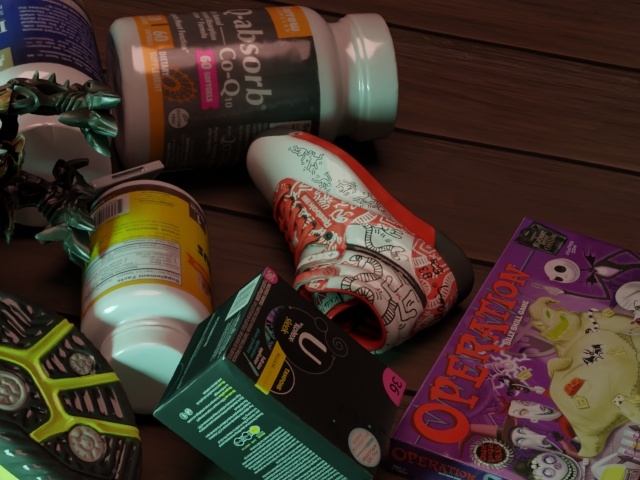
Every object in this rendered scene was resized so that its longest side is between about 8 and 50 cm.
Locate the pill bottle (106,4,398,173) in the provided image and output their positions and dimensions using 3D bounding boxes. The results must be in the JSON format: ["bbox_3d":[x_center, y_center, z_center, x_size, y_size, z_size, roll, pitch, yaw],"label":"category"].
[{"bbox_3d":[-0.071,-0.157,1.854,0.278,0.162,0.162,-6,40,-13],"label":"pill bottle"}]

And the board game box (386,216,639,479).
[{"bbox_3d":[0.220,0.117,1.638,0.208,0.056,0.347,15,40,19],"label":"board game box"}]

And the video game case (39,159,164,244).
[{"bbox_3d":[-0.207,-0.036,1.724,0.011,0.087,0.122,52,28,8],"label":"video game case"}]

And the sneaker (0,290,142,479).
[{"bbox_3d":[-0.310,0.114,1.524,0.385,0.147,0.145,38,40,10],"label":"sneaker"}]

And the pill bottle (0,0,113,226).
[{"bbox_3d":[-0.287,-0.141,1.817,0.153,0.153,0.264,-6,40,-13],"label":"pill bottle"}]

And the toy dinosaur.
[{"bbox_3d":[-0.293,-0.086,1.557,0.218,0.164,0.322,6,54,-15],"label":"toy dinosaur"}]

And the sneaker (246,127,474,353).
[{"bbox_3d":[0.001,-0.001,1.707,0.270,0.090,0.145,36,47,20],"label":"sneaker"}]

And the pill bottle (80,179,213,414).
[{"bbox_3d":[-0.154,0.051,1.621,0.117,0.117,0.215,0,39,-6],"label":"pill bottle"}]

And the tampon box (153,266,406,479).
[{"bbox_3d":[-0.030,0.129,1.493,0.161,0.101,0.120,39,39,-14],"label":"tampon box"}]
